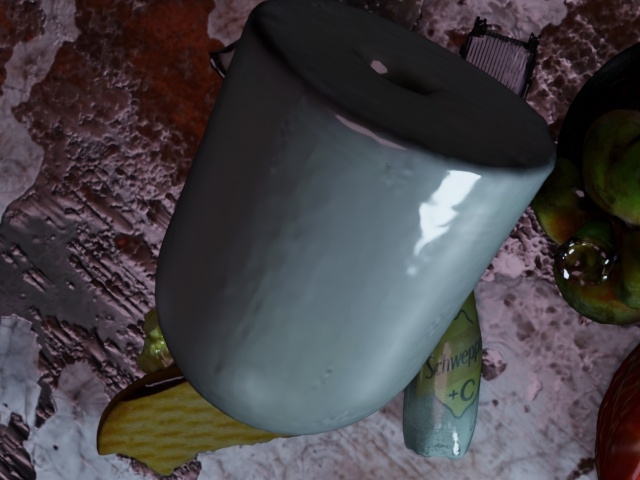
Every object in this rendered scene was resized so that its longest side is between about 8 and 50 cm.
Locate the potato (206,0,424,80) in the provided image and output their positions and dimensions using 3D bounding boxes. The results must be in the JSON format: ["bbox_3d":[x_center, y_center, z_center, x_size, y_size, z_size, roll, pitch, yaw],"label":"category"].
[{"bbox_3d":[0.006,-0.222,1.161,0.261,0.100,0.120,-31,100,-6],"label":"potato"}]

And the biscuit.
[{"bbox_3d":[-0.136,0.209,1.191,0.228,0.031,0.176,13,125,-12],"label":"biscuit"}]

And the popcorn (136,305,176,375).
[{"bbox_3d":[-0.161,0.114,1.193,0.097,0.089,0.109,26,101,-11],"label":"popcorn"}]

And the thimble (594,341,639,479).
[{"bbox_3d":[0.442,0.241,1.014,0.350,0.230,0.350,0,91,11],"label":"thimble"}]

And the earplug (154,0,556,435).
[{"bbox_3d":[0.000,0.000,1.026,0.312,0.312,0.394,32,117,8],"label":"earplug"}]

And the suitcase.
[{"bbox_3d":[0.188,-0.174,1.139,0.086,0.059,0.126,19,96,10],"label":"suitcase"}]

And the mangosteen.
[{"bbox_3d":[0.358,-0.048,0.979,0.300,0.300,0.300,0,91,10],"label":"mangosteen"}]

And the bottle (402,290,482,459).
[{"bbox_3d":[0.138,0.101,1.138,0.083,0.083,0.270,4,91,10],"label":"bottle"}]
